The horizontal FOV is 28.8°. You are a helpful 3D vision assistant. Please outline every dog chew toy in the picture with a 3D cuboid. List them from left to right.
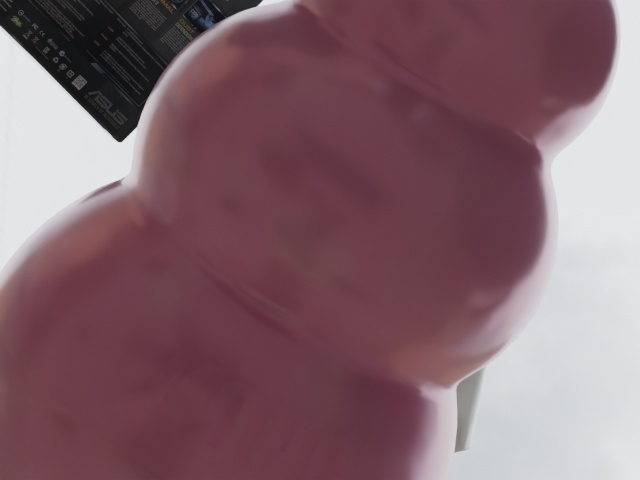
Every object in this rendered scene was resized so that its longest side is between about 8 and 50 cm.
[{"bbox_3d":[0.000,0.000,0.507,0.207,0.206,0.331,35,-80,8],"label":"dog chew toy"}]

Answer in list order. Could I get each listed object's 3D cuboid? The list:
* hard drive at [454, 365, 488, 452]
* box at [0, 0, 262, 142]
[{"bbox_3d":[0.064,0.044,1.035,0.040,0.203,0.307,40,-54,53],"label":"hard drive"},{"bbox_3d":[-0.187,-0.225,1.033,0.183,0.059,0.233,-47,-73,-5],"label":"box"}]
